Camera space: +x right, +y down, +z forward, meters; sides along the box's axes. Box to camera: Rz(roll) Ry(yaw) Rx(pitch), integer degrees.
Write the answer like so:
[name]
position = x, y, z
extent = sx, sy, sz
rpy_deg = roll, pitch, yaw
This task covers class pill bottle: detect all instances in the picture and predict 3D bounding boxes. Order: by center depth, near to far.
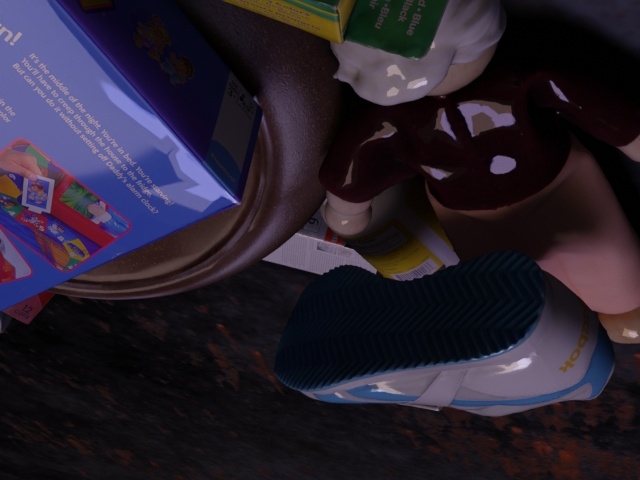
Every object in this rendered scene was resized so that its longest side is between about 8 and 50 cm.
[pill bottle]
position = 0.040, -0.021, 0.830
extent = 0.065, 0.065, 0.116
rpy_deg = -3, 149, 37

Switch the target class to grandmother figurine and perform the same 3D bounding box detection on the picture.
[grandmother figurine]
position = 0.094, -0.047, 0.714
extent = 0.208, 0.104, 0.342
rpy_deg = -20, 141, 14

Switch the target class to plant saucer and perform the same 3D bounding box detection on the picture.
[plant saucer]
position = -0.140, -0.066, 0.729
extent = 0.311, 0.050, 0.310
rpy_deg = 4, 133, 4

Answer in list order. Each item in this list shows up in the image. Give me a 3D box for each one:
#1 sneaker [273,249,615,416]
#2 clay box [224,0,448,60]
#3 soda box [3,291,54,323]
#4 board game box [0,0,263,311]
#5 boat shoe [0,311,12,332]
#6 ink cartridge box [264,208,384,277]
[sneaker]
position = 0.061, 0.065, 0.751
extent = 0.092, 0.087, 0.229
rpy_deg = 34, 155, -33
[clay box]
position = -0.044, -0.161, 0.472
extent = 0.222, 0.127, 0.053
rpy_deg = 20, 175, 6
[soda box]
position = -0.295, -0.046, 0.926
extent = 0.263, 0.083, 0.092
rpy_deg = 35, -167, -36
[board game box]
position = -0.224, -0.114, 0.606
extent = 0.233, 0.078, 0.347
rpy_deg = -23, 125, 26
[boat shoe]
position = -0.311, 0.032, 1.151
extent = 0.070, 0.077, 0.219
rpy_deg = 18, 158, -6
[ink cartridge box]
position = 0.000, 0.000, 0.945
extent = 0.115, 0.029, 0.063
rpy_deg = 14, 155, 3
